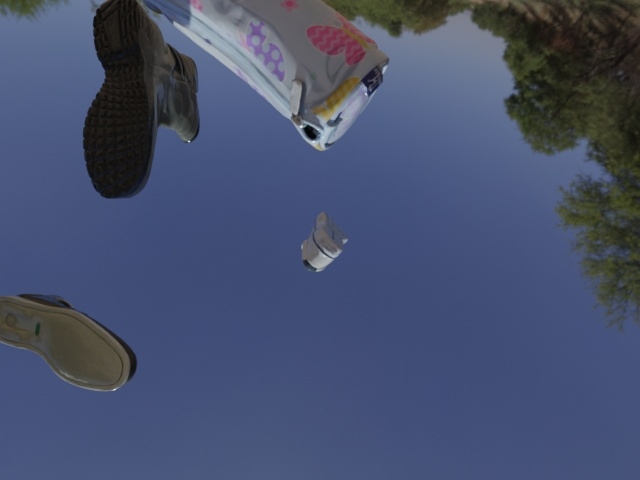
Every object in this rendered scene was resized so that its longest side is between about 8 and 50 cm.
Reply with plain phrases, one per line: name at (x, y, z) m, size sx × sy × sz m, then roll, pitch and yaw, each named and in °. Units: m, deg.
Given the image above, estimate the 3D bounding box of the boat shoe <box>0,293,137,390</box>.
boat shoe at (-0.322, 0.123, 0.524) m, size 0.233 × 0.083 × 0.079 m, roll 16°, pitch 180°, yaw 22°

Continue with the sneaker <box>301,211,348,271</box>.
sneaker at (0.000, 0.000, 0.912) m, size 0.094 × 0.091 × 0.258 m, roll 48°, pitch -167°, yaw -3°

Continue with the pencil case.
pencil case at (-0.061, -0.217, 0.423) m, size 0.273 × 0.113 × 0.124 m, roll 42°, pitch -105°, yaw 3°

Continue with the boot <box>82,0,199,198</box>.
boot at (-0.204, -0.159, 0.514) m, size 0.084 × 0.246 × 0.161 m, roll -3°, pitch 171°, yaw 14°
